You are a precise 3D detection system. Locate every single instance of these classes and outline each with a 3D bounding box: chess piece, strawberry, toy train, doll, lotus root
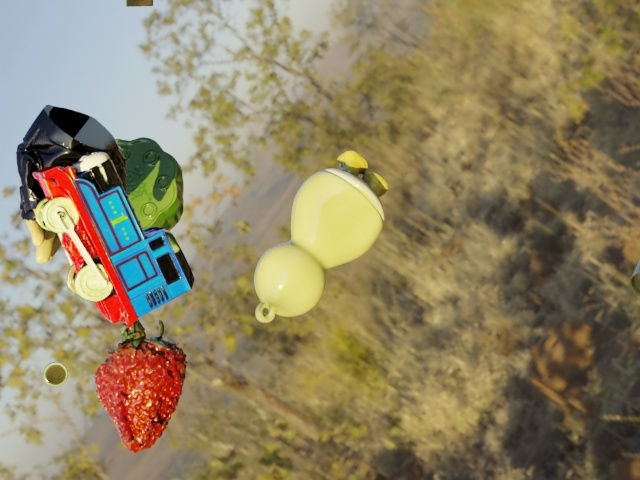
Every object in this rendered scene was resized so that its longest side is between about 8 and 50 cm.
[{"bbox_3d":[-0.461,0.230,1.789,0.042,0.042,0.093,-59,13,-16],"label":"chess piece"},{"bbox_3d":[-0.356,0.302,2.080,0.106,0.188,0.286,-133,41,-70],"label":"strawberry"},{"bbox_3d":[-0.248,-0.005,1.217,0.131,0.204,0.082,-28,14,-19],"label":"toy train"},{"bbox_3d":[-0.007,0.000,1.511,0.296,0.141,0.117,-50,25,-18],"label":"doll"},{"bbox_3d":[-0.302,-0.060,1.763,0.186,0.186,0.186,-56,6,9],"label":"lotus root"}]

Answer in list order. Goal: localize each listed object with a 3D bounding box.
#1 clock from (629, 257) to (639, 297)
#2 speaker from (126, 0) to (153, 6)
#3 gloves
[{"bbox_3d":[0.678,0.084,1.896,0.042,0.215,0.215,-69,10,-20],"label":"clock"},{"bbox_3d":[-0.247,-0.368,1.411,0.191,0.040,0.046,155,111,-80],"label":"speaker"},{"bbox_3d":[-0.349,-0.063,1.412,0.203,0.164,0.124,-54,24,27],"label":"gloves"}]
